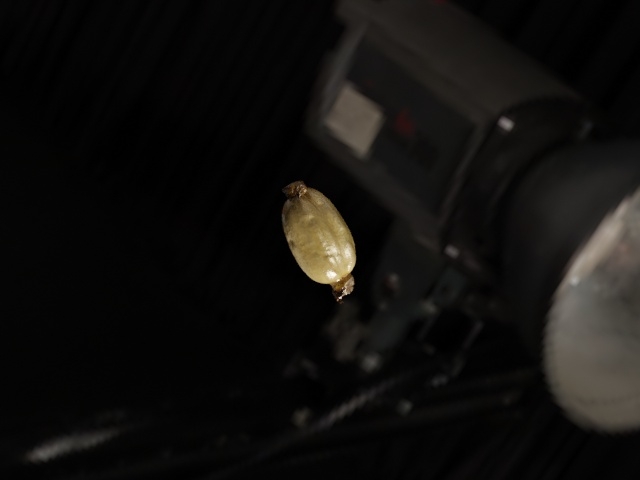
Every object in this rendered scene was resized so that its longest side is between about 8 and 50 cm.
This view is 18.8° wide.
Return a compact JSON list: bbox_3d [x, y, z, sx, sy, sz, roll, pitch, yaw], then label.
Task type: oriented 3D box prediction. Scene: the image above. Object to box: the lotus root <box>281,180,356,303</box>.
[{"bbox_3d":[0.000,0.000,2.240,0.073,0.062,0.150,-29,-84,-34],"label":"lotus root"}]
